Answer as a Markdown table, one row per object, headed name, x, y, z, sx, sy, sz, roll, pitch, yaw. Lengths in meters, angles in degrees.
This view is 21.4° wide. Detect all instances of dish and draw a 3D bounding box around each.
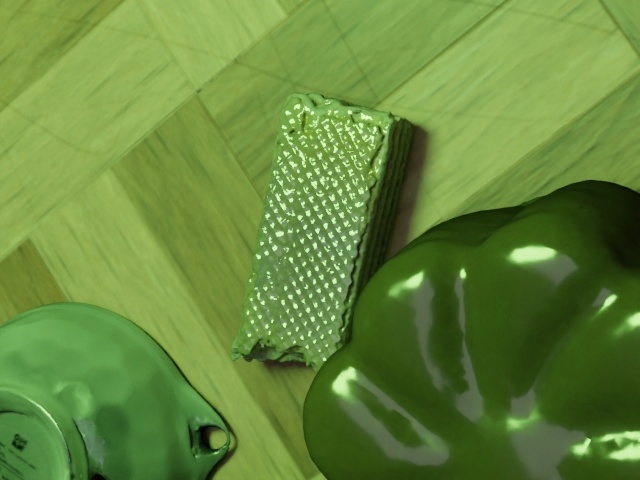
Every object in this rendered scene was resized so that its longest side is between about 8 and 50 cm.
| name | x | y | z | sx | sy | sz | roll | pitch | yaw |
| --- | --- | --- | --- | --- | --- | --- | --- | --- | --- |
| dish | -0.244 | 0.198 | 1.506 | 0.303 | 0.120 | 0.303 | 2 | 93 | 26 |

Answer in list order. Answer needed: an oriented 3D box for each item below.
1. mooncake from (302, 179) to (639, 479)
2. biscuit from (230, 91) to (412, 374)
| name | x | y | z | sx | sy | sz | roll | pitch | yaw |
| --- | --- | --- | --- | --- | --- | --- | --- | --- | --- |
| mooncake | 0.173 | 0.148 | 1.260 | 0.378 | 0.201 | 0.378 | 2 | 93 | 26 |
| biscuit | 0.000 | 0.000 | 1.410 | 0.108 | 0.062 | 0.238 | 16 | 99 | 26 |
